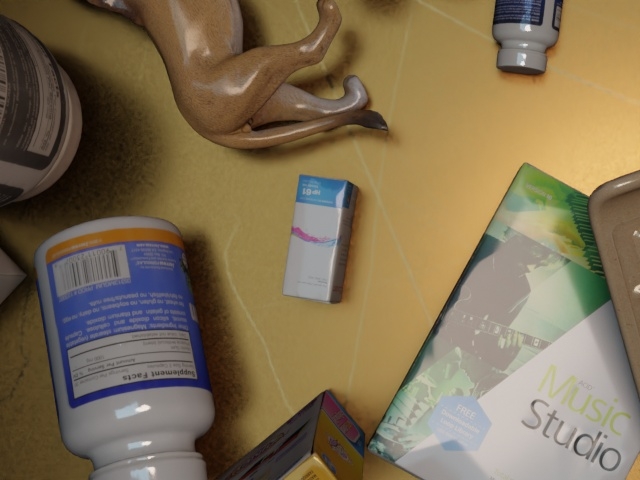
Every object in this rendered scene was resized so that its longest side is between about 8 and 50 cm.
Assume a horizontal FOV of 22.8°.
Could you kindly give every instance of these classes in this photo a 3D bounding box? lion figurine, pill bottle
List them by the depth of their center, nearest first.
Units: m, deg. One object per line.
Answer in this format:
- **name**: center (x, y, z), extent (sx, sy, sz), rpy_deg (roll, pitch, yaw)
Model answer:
- **pill bottle**: center (-0.359, -0.131, 1.501), extent (0.204, 0.361, 0.204), rpy_deg (0, 87, 8)
- **pill bottle**: center (-0.186, 0.125, 1.544), extent (0.152, 0.152, 0.272), rpy_deg (-15, 73, 8)
- **pill bottle**: center (0.206, -0.228, 1.570), extent (0.067, 0.067, 0.120), rpy_deg (7, 88, 9)
- **lion figurine**: center (-0.124, -0.220, 1.575), extent (0.240, 0.142, 0.392), rpy_deg (-30, 76, -8)

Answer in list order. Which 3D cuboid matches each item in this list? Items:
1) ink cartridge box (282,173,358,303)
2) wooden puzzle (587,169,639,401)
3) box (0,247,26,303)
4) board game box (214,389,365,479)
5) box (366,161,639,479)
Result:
- **ink cartridge box**: center (0.000, 0.000, 1.579), extent (0.052, 0.088, 0.122), rpy_deg (7, 88, 9)
- **wooden puzzle**: center (0.426, 0.051, 1.463), extent (0.322, 0.080, 0.347), rpy_deg (-19, 109, -5)
- **box**: center (-0.378, 0.030, 1.628), extent (0.101, 0.102, 0.087), rpy_deg (45, 96, 9)
- **board game box**: center (-0.070, 0.260, 1.460), extent (0.242, 0.316, 0.064), rpy_deg (-40, 92, 5)
- **box**: center (0.221, 0.117, 1.532), extent (0.232, 0.058, 0.322), rpy_deg (28, 85, 3)
